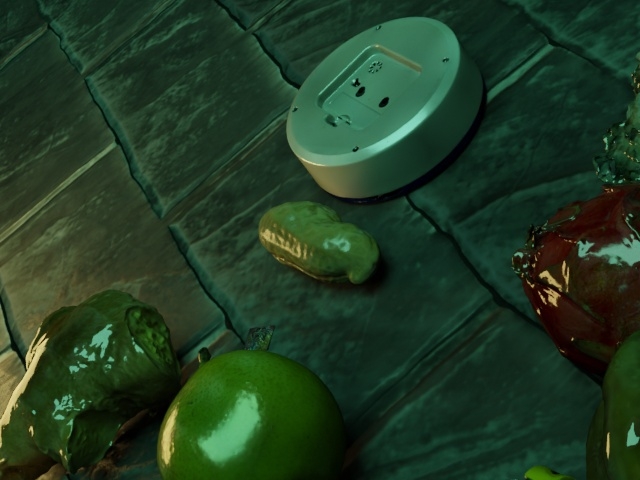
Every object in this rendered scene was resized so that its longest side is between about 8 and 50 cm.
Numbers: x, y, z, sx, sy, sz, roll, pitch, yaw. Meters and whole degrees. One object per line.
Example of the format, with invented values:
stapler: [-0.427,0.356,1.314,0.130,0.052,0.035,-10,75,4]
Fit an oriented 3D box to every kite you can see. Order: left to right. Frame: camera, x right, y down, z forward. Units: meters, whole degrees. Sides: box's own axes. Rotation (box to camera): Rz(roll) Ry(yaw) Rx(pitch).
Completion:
kite: [-0.067,0.119,1.280,0.044,0.002,0.078,-27,40,18]

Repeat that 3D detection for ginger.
ginger: [-0.281,0.168,1.315,0.270,0.123,0.219,-37,41,6]

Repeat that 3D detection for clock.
clock: [0.072,-0.154,1.365,0.230,0.083,0.230,-25,41,23]

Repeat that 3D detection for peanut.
peanut: [0.000,0.000,1.283,0.174,0.080,0.080,24,70,45]

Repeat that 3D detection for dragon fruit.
dragon fruit: [0.264,0.035,0.951,0.209,0.172,0.172,-9,48,34]

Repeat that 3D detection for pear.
pear: [-0.078,0.177,1.095,0.180,0.166,0.216,-53,52,8]

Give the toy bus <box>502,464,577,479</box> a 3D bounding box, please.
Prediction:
toy bus: [0.135,0.326,0.799,0.152,0.144,0.330,14,64,47]

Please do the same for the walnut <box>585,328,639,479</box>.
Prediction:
walnut: [0.290,0.162,0.741,0.227,0.283,0.283,-51,30,33]

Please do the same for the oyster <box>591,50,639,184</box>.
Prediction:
oyster: [0.366,-0.138,1.077,0.198,0.112,0.267,8,56,44]
